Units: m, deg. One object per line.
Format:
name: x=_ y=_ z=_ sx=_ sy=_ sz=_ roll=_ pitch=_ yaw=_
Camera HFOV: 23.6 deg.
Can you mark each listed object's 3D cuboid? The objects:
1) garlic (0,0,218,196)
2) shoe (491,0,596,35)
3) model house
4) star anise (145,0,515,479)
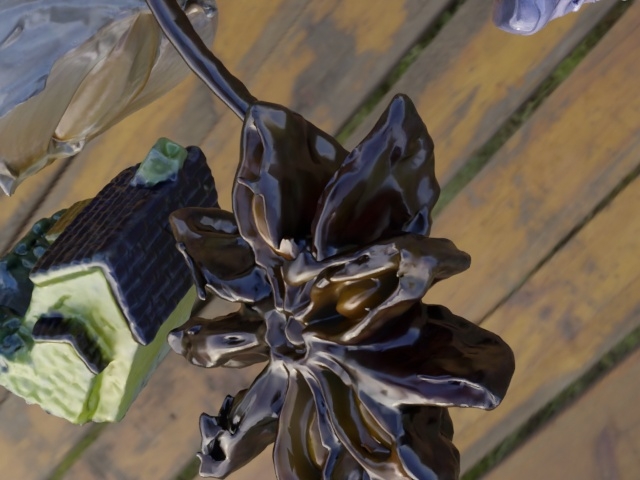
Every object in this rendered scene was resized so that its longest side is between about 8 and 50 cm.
garlic: x=-0.172 y=-0.142 z=1.020 sx=0.178 sy=0.229 sz=0.143 roll=-44 pitch=77 yaw=28
shoe: x=0.257 y=-0.270 z=1.527 sx=0.137 sy=0.245 sz=0.095 roll=20 pitch=134 yaw=7
model house: x=-0.191 y=0.018 z=1.319 sx=0.170 sy=0.194 sz=0.211 roll=31 pitch=130 yaw=4
star anise: x=-0.002 y=-0.002 z=0.562 sx=0.177 sy=0.073 sz=0.234 roll=6 pitch=109 yaw=45
